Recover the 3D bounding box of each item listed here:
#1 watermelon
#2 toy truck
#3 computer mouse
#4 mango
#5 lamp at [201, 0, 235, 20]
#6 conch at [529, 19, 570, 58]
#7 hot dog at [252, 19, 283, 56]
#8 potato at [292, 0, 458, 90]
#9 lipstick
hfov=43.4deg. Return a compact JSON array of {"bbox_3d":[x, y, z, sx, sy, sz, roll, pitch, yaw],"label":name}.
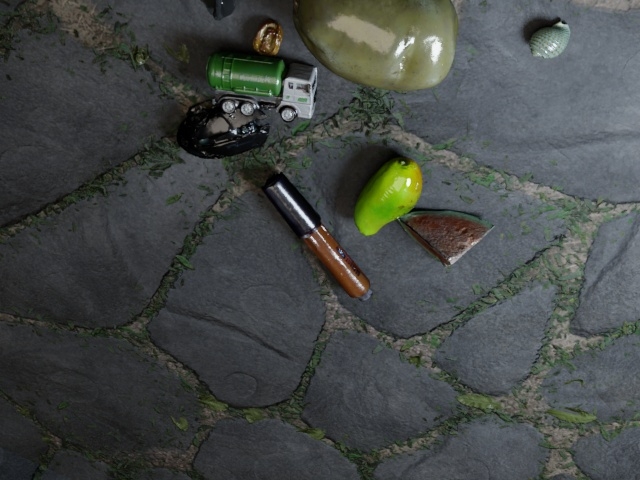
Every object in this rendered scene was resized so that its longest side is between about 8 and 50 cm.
[{"bbox_3d":[0.291,-0.021,1.895,0.207,0.202,0.136,26,87,-12],"label":"watermelon"},{"bbox_3d":[-0.128,-0.342,1.755,0.242,0.101,0.125,9,128,2],"label":"toy truck"},{"bbox_3d":[-0.230,-0.247,1.860,0.241,0.077,0.146,-12,125,18],"label":"computer mouse"},{"bbox_3d":[0.159,-0.100,1.878,0.125,0.111,0.233,26,127,-4],"label":"mango"},{"bbox_3d":[-0.222,-0.610,1.509,0.272,0.205,0.374,-23,136,30],"label":"lamp"},{"bbox_3d":[0.470,-0.402,1.637,0.085,0.057,0.076,-34,127,30],"label":"conch"},{"bbox_3d":[-0.112,-0.431,1.728,0.058,0.035,0.083,24,126,-4],"label":"hot dog"},{"bbox_3d":[0.106,-0.419,1.577,0.326,0.221,0.243,12,165,2],"label":"potato"},{"bbox_3d":[0.000,0.000,2.000,0.077,0.077,0.418,-26,119,26],"label":"lipstick"}]
